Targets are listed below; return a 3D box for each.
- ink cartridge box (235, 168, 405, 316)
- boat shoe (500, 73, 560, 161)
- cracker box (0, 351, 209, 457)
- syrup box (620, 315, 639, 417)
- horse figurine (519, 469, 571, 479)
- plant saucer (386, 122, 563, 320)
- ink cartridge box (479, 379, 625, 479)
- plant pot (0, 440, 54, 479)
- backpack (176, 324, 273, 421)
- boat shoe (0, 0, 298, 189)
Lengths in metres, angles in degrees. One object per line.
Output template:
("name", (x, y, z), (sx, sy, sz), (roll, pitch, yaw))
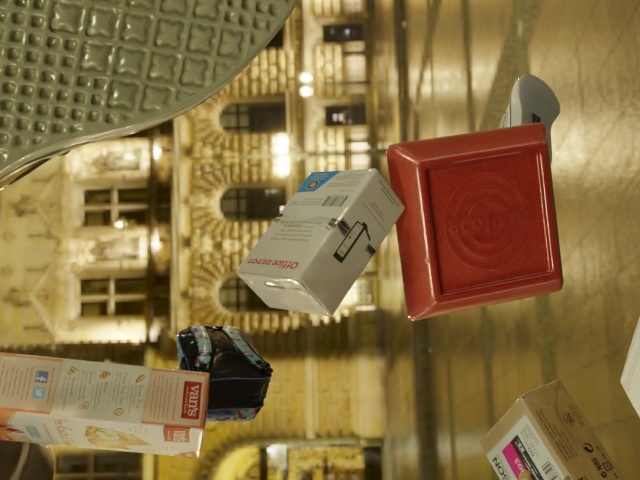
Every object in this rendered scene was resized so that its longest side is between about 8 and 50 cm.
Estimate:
("ink cartridge box", (0.000, 0.000, 1.327), (0.086, 0.148, 0.203), (50, -117, -29))
("boat shoe", (0.330, -0.182, 1.562), (0.084, 0.095, 0.258), (-47, 12, 41))
("cracker box", (-0.239, 0.181, 1.025), (0.155, 0.232, 0.067), (109, 165, -65))
("syrup box", (0.275, 0.139, 0.556), (0.237, 0.093, 0.096), (-107, 11, -45))
("horse figurine", (0.201, 0.339, 1.019), (0.066, 0.263, 0.174), (84, 176, -45))
("plant saucer", (0.237, -0.028, 1.374), (0.048, 0.258, 0.259), (-168, 69, -73))
("ink cartridge box", (0.374, 0.372, 1.510), (0.234, 0.088, 0.193), (60, 151, 26))
("plant pot", (-0.562, 0.277, 1.233), (0.323, 0.323, 0.280), (-89, -23, -57))
("backpack", (-0.183, 0.227, 1.682), (0.173, 0.158, 0.117), (-128, 45, -53))
("boat shoe", (-0.241, -0.138, 0.750), (0.186, 0.500, 0.156), (58, 176, -27))
